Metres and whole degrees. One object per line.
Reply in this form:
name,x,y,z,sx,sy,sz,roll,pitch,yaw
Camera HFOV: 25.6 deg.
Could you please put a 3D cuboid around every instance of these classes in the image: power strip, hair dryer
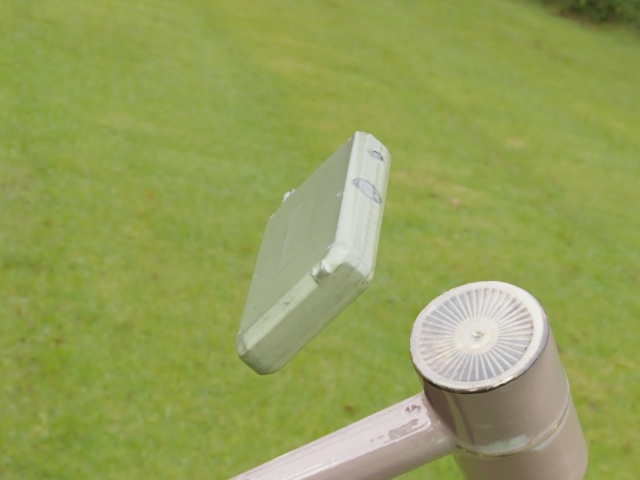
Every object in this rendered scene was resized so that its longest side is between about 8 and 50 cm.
power strip,0.000,0.000,0.666,0.028,0.076,0.169,40,22,-12
hair dryer,0.029,0.173,1.076,0.344,0.189,0.106,-23,45,2
